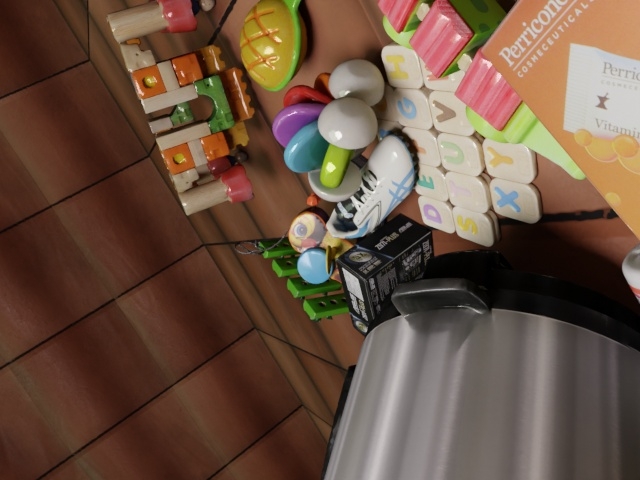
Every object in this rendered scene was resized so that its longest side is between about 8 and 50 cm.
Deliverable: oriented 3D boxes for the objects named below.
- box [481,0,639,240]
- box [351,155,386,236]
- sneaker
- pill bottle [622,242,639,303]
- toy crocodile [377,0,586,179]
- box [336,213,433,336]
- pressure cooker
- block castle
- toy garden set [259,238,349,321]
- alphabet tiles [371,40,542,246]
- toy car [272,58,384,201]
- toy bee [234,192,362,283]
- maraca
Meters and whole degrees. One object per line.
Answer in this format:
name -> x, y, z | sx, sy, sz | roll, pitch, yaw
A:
box -> 0.293, -0.070, 0.268 | 0.345, 0.168, 0.215 | 54, 159, 8
box -> 0.072, -0.082, 0.940 | 0.116, 0.029, 0.162 | 43, 155, 32
sneaker -> 0.074, -0.070, 0.803 | 0.085, 0.086, 0.237 | 53, 150, 15
pill bottle -> 0.354, 0.081, 0.441 | 0.193, 0.108, 0.108 | 57, 159, -4
toy crocodile -> 0.138, -0.192, 0.497 | 0.340, 0.105, 0.115 | 51, 148, 13
box -> 0.119, 0.072, 0.896 | 0.077, 0.147, 0.180 | 36, 152, 43
pressure cooker -> 0.206, 0.235, 0.599 | 0.375, 0.420, 0.370 | 19, 146, 3
block castle -> -0.287, -0.310, 1.162 | 0.303, 0.213, 0.453 | -137, 28, -61
toy garden set -> 0.008, 0.079, 1.106 | 0.244, 0.204, 0.049 | 48, 133, 43
alphabet tiles -> 0.162, -0.122, 0.693 | 0.278, 0.021, 0.284 | 29, 147, 52
toy car -> 0.005, -0.155, 0.712 | 0.136, 0.182, 0.159 | 13, 147, -1
toy bee -> 0.000, 0.000, 1.010 | 0.195, 0.298, 0.162 | -112, 38, -63
maraca -> -0.070, -0.326, 0.808 | 0.127, 0.099, 0.185 | 34, 125, 35
